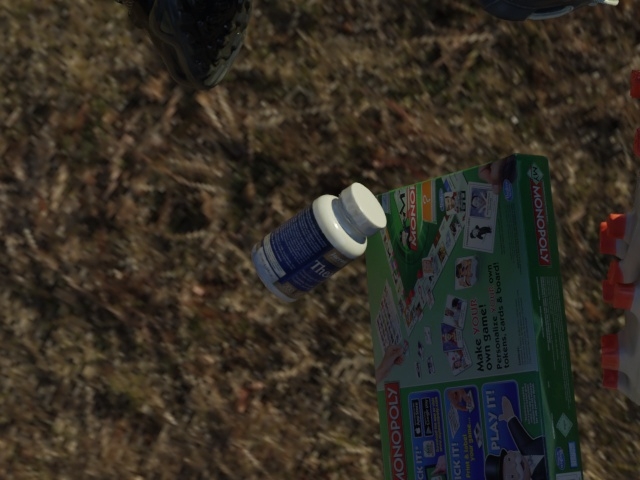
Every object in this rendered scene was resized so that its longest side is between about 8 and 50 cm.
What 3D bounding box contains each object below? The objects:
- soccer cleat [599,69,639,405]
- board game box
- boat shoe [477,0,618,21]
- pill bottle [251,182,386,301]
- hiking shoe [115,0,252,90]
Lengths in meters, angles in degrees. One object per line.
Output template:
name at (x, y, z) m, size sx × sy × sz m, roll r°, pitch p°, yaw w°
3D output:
soccer cleat at (0.127, -0.005, 0.443) m, size 0.076 × 0.196 × 0.068 m, roll 3°, pitch 55°, yaw 6°
board game box at (0.131, 0.098, 1.329) m, size 0.213 × 0.046 × 0.317 m, roll -14°, pitch 78°, yaw 51°
boat shoe at (0.182, -0.205, 1.007) m, size 0.095 × 0.254 × 0.079 m, roll 50°, pitch 127°, yaw -3°
pill bottle at (0.000, 0.000, 1.358) m, size 0.120 × 0.067 × 0.067 m, roll -36°, pitch 59°, yaw 22°
hiking shoe at (-0.123, -0.198, 0.944) m, size 0.114 × 0.227 × 0.086 m, roll 11°, pitch 47°, yaw 36°
